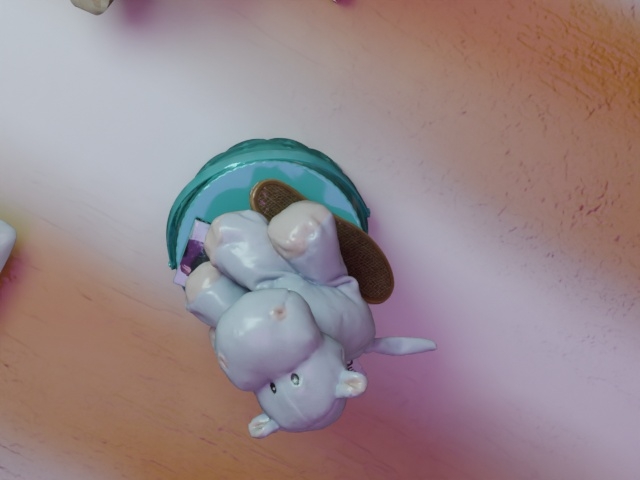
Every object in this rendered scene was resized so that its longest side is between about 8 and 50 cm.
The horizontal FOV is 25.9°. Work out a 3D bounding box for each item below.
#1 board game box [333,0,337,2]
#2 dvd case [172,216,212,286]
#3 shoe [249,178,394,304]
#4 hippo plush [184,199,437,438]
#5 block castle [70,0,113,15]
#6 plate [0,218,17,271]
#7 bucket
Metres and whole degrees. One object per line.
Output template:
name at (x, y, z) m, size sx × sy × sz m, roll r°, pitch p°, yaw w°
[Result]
board game box at (0.020, -0.433, 1.823) m, size 0.147 × 0.045 × 0.193 m, roll 37°, pitch 96°, yaw -7°
dvd case at (-0.113, 0.032, 1.722) m, size 0.119 × 0.013 × 0.087 m, roll 20°, pitch 97°, yaw -7°
shoe at (0.000, 0.000, 1.707) m, size 0.219 × 0.058 × 0.076 m, roll 40°, pitch 75°, yaw -12°
hippo plush at (-0.049, 0.127, 1.597) m, size 0.234 × 0.236 × 0.294 m, roll -25°, pitch 115°, yaw 25°
block castle at (-0.146, -0.490, 1.673) m, size 0.453 × 0.213 × 0.303 m, roll -17°, pitch 117°, yaw 22°
plate at (-0.575, 0.051, 1.802) m, size 0.277 × 0.045 × 0.278 m, roll 26°, pitch 96°, yaw -8°
bucket at (-0.067, 0.002, 1.819) m, size 0.281 × 0.183 × 0.281 m, roll -1°, pitch 98°, yaw -4°
